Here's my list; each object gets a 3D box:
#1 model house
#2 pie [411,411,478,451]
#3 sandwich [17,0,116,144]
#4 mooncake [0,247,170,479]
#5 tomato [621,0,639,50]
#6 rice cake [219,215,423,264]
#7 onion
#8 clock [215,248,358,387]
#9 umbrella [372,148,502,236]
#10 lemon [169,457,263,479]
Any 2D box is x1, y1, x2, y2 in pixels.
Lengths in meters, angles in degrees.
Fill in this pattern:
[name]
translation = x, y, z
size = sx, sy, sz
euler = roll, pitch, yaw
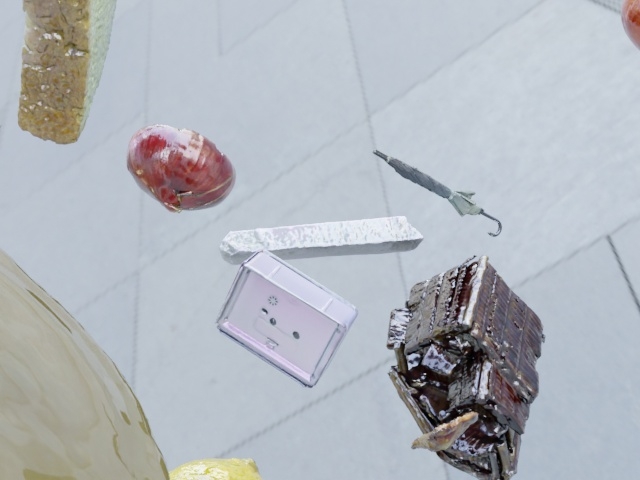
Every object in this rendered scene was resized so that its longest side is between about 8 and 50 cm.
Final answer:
[model house]
translation = 0.238, 0.208, 1.930
size = 0.297, 0.283, 0.317
euler = 11, 50, 13
[pie]
translation = 0.176, 0.260, 1.498
size = 0.088, 0.191, 0.033
euler = -28, 78, -10
[sandwich]
translation = -0.305, -0.301, 1.371
size = 0.288, 0.099, 0.254
euler = 106, 169, -45
[mooncake]
translation = -0.350, 0.155, 0.851
size = 0.262, 0.467, 0.467
euler = -47, 34, 7
[tomato]
translation = 0.580, -0.381, 1.675
size = 0.256, 0.224, 0.256
euler = -48, 14, 16
[rice cake]
translation = 0.000, 0.000, 1.976
size = 0.364, 0.073, 0.056
euler = -5, 67, -7
[onion]
translation = -0.292, -0.144, 2.265
size = 0.161, 0.248, 0.248
euler = -49, 34, -14
[clock]
translation = -0.055, 0.120, 1.738
size = 0.145, 0.193, 0.073
euler = -62, -9, 31
[umbrella]
translation = 0.178, -0.080, 1.630
size = 0.044, 0.269, 0.044
euler = 17, 78, 59
[lemon]
translation = -0.207, 0.515, 1.950
size = 0.253, 0.253, 0.310
euler = 3, 56, 48
